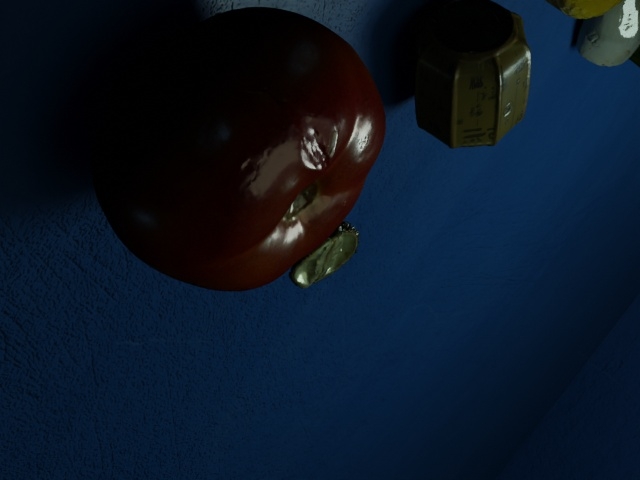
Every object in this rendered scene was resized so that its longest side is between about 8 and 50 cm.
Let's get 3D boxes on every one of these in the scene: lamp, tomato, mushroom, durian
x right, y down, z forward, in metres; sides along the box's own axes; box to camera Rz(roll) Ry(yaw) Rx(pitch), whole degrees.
[{"bbox_3d":[0.196,-0.218,1.437,0.161,0.161,0.185,-39,152,-22],"label":"lamp"},{"bbox_3d":[-0.085,-0.090,1.072,0.298,0.226,0.299,-45,160,-21],"label":"tomato"},{"bbox_3d":[0.480,-0.377,1.747,0.116,0.093,0.225,-20,151,-13],"label":"mushroom"},{"bbox_3d":[-0.003,0.000,1.494,0.110,0.071,0.140,-29,160,-29],"label":"durian"}]

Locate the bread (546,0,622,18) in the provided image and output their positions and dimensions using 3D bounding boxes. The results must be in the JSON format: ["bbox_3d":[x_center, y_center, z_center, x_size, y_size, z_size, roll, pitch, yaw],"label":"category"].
[{"bbox_3d":[0.353,-0.395,1.431,0.197,0.170,0.197,-37,149,-27],"label":"bread"}]

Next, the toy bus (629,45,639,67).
[{"bbox_3d":[0.679,-0.413,1.918,0.301,0.113,0.139,-38,154,-12],"label":"toy bus"}]
